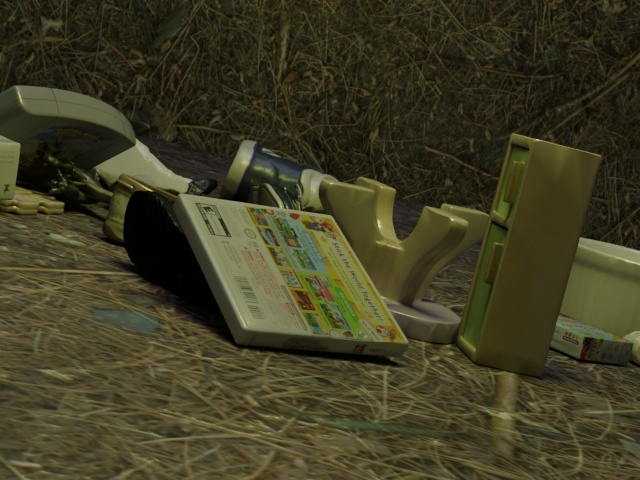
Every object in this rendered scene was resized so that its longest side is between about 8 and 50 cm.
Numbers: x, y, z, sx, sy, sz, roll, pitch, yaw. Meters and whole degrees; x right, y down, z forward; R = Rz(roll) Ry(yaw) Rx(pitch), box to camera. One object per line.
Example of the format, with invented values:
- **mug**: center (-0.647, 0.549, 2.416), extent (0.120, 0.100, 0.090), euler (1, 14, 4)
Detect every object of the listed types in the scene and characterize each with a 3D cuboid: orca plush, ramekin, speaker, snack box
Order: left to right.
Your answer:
- **speaker**: center (-0.300, -0.076, 2.066), extent (0.055, 0.055, 0.136), euler (14, 7, 1)
- **orca plush**: center (-0.312, -0.120, 2.234), extent (0.287, 0.151, 0.102), euler (13, -25, 13)
- **snack box**: center (0.344, 0.131, 1.780), extent (0.100, 0.037, 0.141), euler (8, 9, -36)
- **ramekin**: center (0.492, 0.092, 1.998), extent (0.277, 0.135, 0.277), euler (14, 7, -2)

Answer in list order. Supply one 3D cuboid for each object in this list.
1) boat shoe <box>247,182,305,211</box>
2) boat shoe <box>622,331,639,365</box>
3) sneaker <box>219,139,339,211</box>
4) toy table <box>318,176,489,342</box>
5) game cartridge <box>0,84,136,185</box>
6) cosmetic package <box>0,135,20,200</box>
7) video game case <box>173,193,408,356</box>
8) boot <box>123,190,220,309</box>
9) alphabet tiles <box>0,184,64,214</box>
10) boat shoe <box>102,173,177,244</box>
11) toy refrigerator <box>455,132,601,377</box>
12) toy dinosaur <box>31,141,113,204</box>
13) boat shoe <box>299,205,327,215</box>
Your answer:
- **boat shoe**: center (-0.068, -0.049, 2.198), extent (0.079, 0.095, 0.254), euler (1, 1, -14)
- **boat shoe**: center (0.511, 0.160, 1.829), extent (0.184, 0.066, 0.063), euler (2, 11, -17)
- **sneaker**: center (-0.067, -0.099, 2.536), extent (0.236, 0.130, 0.323), euler (24, 2, -3)
- **toy table**: center (0.091, 0.018, 1.669), extent (0.252, 0.161, 0.274), euler (8, 10, -40)
- **game cartridge**: center (-0.417, -0.156, 1.952), extent (0.198, 0.062, 0.297), euler (-20, -14, 22)
- **cosmetic package**: center (-0.516, -0.123, 1.727), extent (0.231, 0.085, 0.117), euler (21, 16, 38)
- **video game case**: center (-0.035, 0.037, 1.400), extent (0.206, 0.026, 0.227), euler (8, 34, -33)
- **boot**: center (-0.096, 0.018, 1.535), extent (0.207, 0.094, 0.246), euler (4, 19, -40)
- **alphabet tiles**: center (-0.512, -0.083, 1.830), extent (0.284, 0.021, 0.278), euler (17, 7, 18)
- **boat shoe**: center (-0.145, -0.015, 1.736), extent (0.285, 0.089, 0.104), euler (13, 6, -15)
- **toy refrigerator**: center (0.240, 0.014, 1.532), extent (0.094, 0.269, 0.102), euler (13, 7, -9)
- **toy dinosaur**: center (-0.359, -0.081, 1.901), extent (0.118, 0.064, 0.268), euler (33, -5, -41)
- **boat shoe**: center (-0.001, 0.001, 1.973), extent (0.073, 0.080, 0.223), euler (45, -1, -15)
